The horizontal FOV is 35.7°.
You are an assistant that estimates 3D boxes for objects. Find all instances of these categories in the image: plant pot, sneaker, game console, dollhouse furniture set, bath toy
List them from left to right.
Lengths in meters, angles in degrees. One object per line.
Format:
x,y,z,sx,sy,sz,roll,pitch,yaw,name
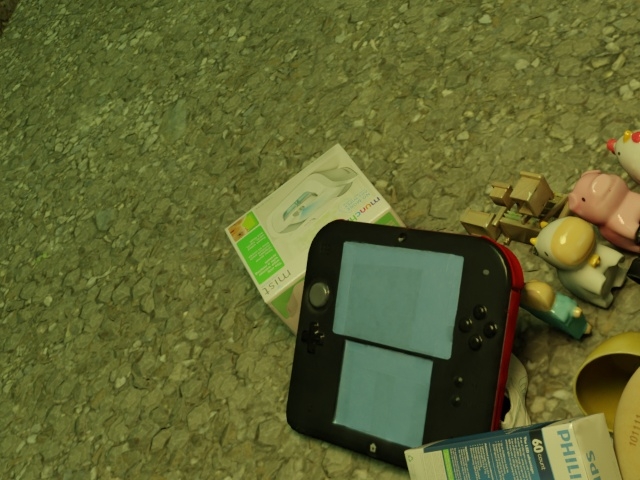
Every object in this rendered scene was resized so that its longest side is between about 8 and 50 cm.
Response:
0.108,0.150,1.446,0.387,0.060,0.341,8,86,45,game console
0.261,0.209,1.394,0.054,0.061,0.152,-24,43,21,sneaker
0.295,-0.075,1.535,0.182,0.161,0.101,18,67,43,dollhouse furniture set
0.402,-0.034,1.428,0.129,0.151,0.348,28,72,36,bath toy
0.403,0.172,1.285,0.134,0.134,0.095,-10,24,30,plant pot

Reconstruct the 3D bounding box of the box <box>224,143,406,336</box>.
0.000,0.000,1.721,0.262,0.126,0.231,-37,40,3,box

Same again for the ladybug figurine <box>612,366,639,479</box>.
0.520,0.251,1.042,0.449,0.162,0.304,22,101,55,ladybug figurine

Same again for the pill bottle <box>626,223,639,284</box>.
0.508,-0.029,1.347,0.123,0.123,0.219,26,89,46,pill bottle

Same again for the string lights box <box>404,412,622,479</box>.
0.235,0.301,1.220,0.260,0.077,0.133,-21,78,43,string lights box
